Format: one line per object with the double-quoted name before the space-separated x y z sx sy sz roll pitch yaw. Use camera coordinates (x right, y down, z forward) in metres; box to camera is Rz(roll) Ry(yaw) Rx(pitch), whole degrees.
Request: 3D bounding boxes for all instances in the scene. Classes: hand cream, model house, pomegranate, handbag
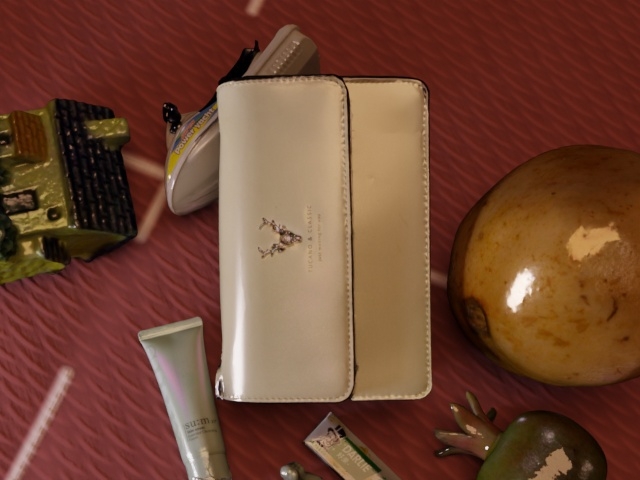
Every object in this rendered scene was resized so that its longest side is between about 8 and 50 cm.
"hand cream" -0.150 0.188 1.232 0.078 0.050 0.205 -15 67 -10
"model house" -0.320 -0.068 1.253 0.211 0.170 0.194 -13 68 -10
"pomegranate" 0.284 0.032 1.205 0.307 0.307 0.307 2 69 -4
"handbag" 0.000 0.000 1.201 0.236 0.160 0.358 -1 89 -3
"pomegranate" 0.222 0.256 1.201 0.191 0.131 0.152 26 73 30

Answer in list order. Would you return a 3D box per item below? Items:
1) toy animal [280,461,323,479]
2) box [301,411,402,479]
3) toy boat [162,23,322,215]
"toy animal" 0.068 0.320 1.136 0.090 0.170 0.255 -27 71 -36
"box" 0.069 0.284 1.214 0.207 0.041 0.050 42 74 12
"toy boat" -0.113 -0.154 1.324 0.269 0.141 0.141 -40 77 -15
